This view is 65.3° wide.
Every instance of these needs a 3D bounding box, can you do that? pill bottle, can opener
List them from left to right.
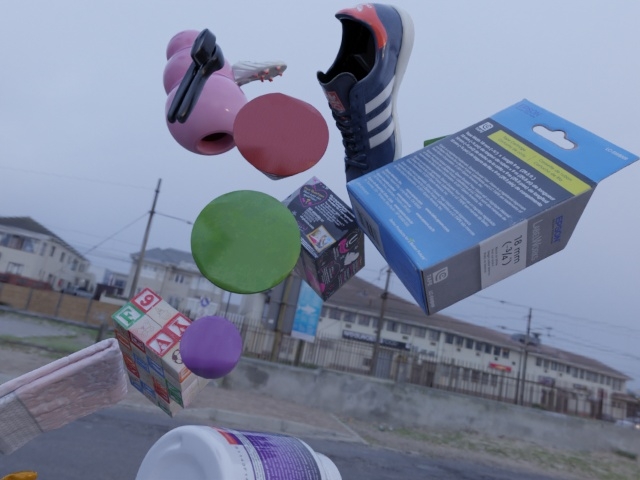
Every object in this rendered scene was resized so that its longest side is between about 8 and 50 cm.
[{"bbox_3d":[-0.234,-0.295,0.917,0.059,0.186,0.073,12,-14,41],"label":"can opener"},{"bbox_3d":[-0.060,0.230,0.451,0.108,0.108,0.193,2,-20,35],"label":"pill bottle"}]

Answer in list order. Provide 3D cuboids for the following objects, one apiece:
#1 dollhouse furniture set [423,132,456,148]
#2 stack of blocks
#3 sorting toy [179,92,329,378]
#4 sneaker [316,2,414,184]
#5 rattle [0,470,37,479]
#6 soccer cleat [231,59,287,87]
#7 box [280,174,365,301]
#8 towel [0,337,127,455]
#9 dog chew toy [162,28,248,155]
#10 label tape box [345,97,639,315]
[{"bbox_3d":[0.223,-0.108,1.174,0.301,0.197,0.151,-9,-11,31],"label":"dollhouse furniture set"},{"bbox_3d":[-0.308,0.249,1.007,0.171,0.087,0.297,33,-38,15],"label":"stack of blocks"},{"bbox_3d":[-0.088,-0.005,0.639,0.127,0.365,0.126,16,-20,-4],"label":"sorting toy"},{"bbox_3d":[0.059,-0.225,0.868,0.148,0.350,0.131,-12,23,-39],"label":"sneaker"},{"bbox_3d":[-0.685,0.573,1.003,0.143,0.130,0.199,8,26,-3],"label":"rattle"},{"bbox_3d":[-0.190,-0.467,1.370,0.196,0.076,0.068,-17,-11,4],"label":"soccer cleat"},{"bbox_3d":[0.000,0.000,1.130,0.163,0.142,0.247,45,-15,23],"label":"box"},{"bbox_3d":[-0.615,0.373,1.168,0.317,0.053,0.332,-23,-24,-30],"label":"towel"},{"bbox_3d":[-0.298,-0.381,1.243,0.206,0.332,0.206,-16,-17,-5],"label":"dog chew toy"},{"bbox_3d":[0.241,-0.063,0.750,0.334,0.240,0.106,-25,-49,-6],"label":"label tape box"}]
